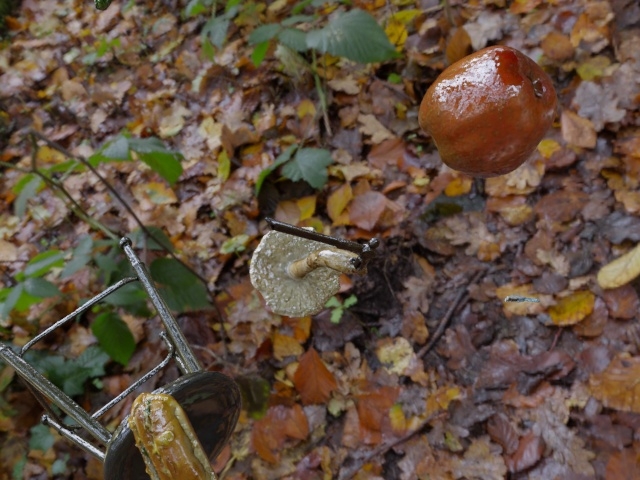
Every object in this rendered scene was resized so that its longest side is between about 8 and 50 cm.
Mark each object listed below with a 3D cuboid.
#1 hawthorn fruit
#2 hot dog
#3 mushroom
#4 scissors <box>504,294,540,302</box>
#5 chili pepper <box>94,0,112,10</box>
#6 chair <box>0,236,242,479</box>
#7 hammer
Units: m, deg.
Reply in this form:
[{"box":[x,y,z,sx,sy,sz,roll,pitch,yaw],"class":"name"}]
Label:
[{"box":[0.232,-0.179,0.821,0.189,0.189,0.189,-15,42,13],"class":"hawthorn fruit"},{"box":[-0.193,0.340,0.847,0.115,0.269,0.072,-23,4,42],"class":"hot dog"},{"box":[-0.024,0.038,1.424,0.302,0.233,0.208,-48,9,39],"class":"mushroom"},{"box":[0.390,0.115,1.164,0.058,0.119,0.014,12,94,38],"class":"scissors"},{"box":[-0.379,-0.441,1.050,0.034,0.030,0.091,-10,52,44],"class":"chili pepper"},{"box":[-0.407,0.303,1.248,0.364,0.362,0.410,-36,50,-28],"class":"chair"},{"box":[0.000,0.000,0.888,0.178,0.065,0.021,15,39,-12],"class":"hammer"}]
